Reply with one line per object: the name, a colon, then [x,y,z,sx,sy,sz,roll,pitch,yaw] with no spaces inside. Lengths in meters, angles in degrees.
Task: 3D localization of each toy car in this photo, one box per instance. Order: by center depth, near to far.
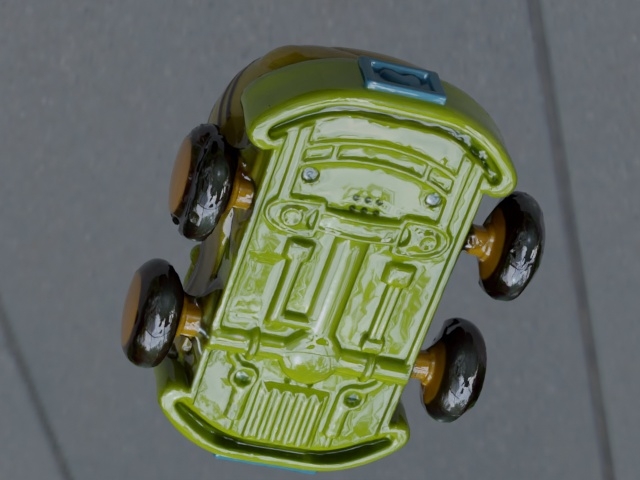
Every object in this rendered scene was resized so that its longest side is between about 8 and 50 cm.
toy car: [0.000,0.000,1.058,0.200,0.142,0.248,14,118,-18]
